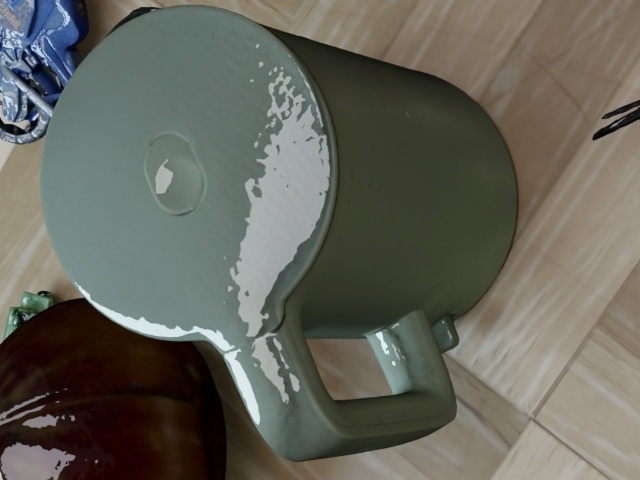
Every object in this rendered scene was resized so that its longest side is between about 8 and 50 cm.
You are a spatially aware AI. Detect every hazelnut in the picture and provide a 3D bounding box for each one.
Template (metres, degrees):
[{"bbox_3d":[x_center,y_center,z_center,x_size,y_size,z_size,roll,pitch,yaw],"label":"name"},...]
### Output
[{"bbox_3d":[-0.177,0.153,1.102,0.229,0.229,0.229,-1,88,25],"label":"hazelnut"}]

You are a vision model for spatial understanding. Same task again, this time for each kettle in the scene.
[{"bbox_3d":[-0.014,-0.004,0.970,0.205,0.318,0.265,5,89,24],"label":"kettle"}]

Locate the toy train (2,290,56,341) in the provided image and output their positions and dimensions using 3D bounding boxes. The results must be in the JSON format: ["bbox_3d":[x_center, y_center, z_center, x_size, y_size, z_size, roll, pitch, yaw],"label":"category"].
[{"bbox_3d":[-0.242,0.083,1.220,0.033,0.053,0.083,14,95,26],"label":"toy train"}]

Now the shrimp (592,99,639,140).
[{"bbox_3d":[0.335,-0.151,0.890,0.372,0.172,0.137,-40,78,11],"label":"shrimp"}]

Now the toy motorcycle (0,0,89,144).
[{"bbox_3d":[-0.232,-0.180,1.196,0.114,0.076,0.205,-6,100,10],"label":"toy motorcycle"}]
